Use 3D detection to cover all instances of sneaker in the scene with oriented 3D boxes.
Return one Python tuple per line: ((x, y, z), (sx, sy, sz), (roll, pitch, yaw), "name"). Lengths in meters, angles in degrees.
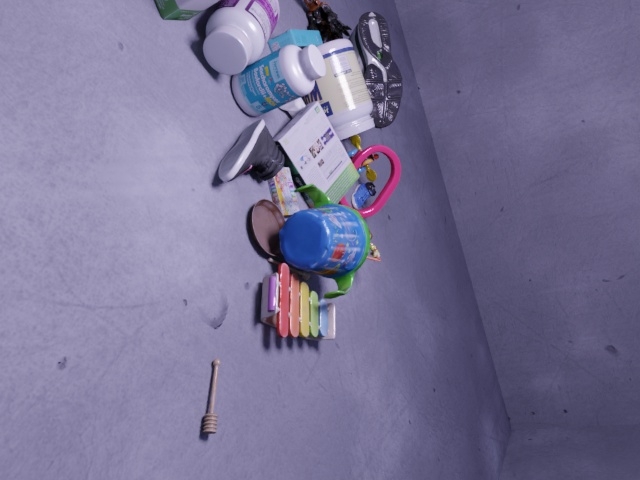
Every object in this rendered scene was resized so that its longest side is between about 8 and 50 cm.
((0.198, -0.657, 2.018), (0.168, 0.257, 0.449), (-6, 88, -17), "sneaker")
((-0.178, -0.215, 1.380), (0.147, 0.104, 0.296), (53, 31, -25), "sneaker")
((-0.109, -0.490, 1.683), (0.212, 0.080, 0.094), (43, 30, -54), "sneaker")
((0.182, -0.188, 2.020), (0.058, 0.084, 0.152), (59, 33, -26), "sneaker")

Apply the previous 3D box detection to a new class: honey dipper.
((-0.238, 0.343, 1.098), (0.030, 0.030, 0.161), (40, 40, -46), "honey dipper")

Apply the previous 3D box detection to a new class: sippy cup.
((0.000, 0.000, 1.449), (0.305, 0.240, 0.224), (40, 15, 22), "sippy cup")

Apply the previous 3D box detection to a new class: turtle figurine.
((0.125, -0.035, 1.795), (0.269, 0.087, 0.217), (35, 13, 3), "turtle figurine")

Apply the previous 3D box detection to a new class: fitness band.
((0.185, -0.226, 1.891), (0.209, 0.054, 0.291), (34, 91, -27), "fitness band")

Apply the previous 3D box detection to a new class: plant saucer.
((-0.152, -0.035, 1.422), (0.168, 0.029, 0.169), (32, 51, -50), "plant saucer")

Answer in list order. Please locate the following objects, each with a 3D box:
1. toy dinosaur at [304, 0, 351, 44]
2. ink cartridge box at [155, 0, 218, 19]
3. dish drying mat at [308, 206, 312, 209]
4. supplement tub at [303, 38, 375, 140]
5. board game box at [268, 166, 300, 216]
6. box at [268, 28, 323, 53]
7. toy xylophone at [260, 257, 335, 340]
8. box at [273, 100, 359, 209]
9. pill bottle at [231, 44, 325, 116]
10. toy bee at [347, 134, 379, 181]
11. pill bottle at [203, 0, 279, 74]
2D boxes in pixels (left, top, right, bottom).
((0.002, -0.898, 2.029), (0.321, 0.164, 0.219), (12, 50, -39), "toy dinosaur")
((-0.301, -0.703, 1.219), (0.117, 0.278, 0.202), (-40, 112, -58), "ink cartridge box")
((-0.021, -0.072, 1.691), (0.083, 0.008, 0.032), (59, 34, -29), "dish drying mat")
((0.054, -0.537, 1.808), (0.235, 0.235, 0.325), (-40, 112, -59), "supplement tub")
((-0.116, -0.151, 1.541), (0.103, 0.026, 0.154), (-13, 88, -61), "board game box")
((-0.084, -0.712, 1.787), (0.244, 0.100, 0.060), (-41, 113, -58), "box")
((-0.070, 0.170, 1.416), (0.322, 0.081, 0.237), (24, 56, -55), "toy xylophone")
((-0.011, -0.270, 1.676), (0.232, 0.058, 0.322), (-51, 123, -30), "box")
((-0.119, -0.474, 1.444), (0.146, 0.263, 0.146), (34, 48, -49), "pill bottle")
((0.172, -0.317, 1.980), (0.195, 0.162, 0.298), (54, 32, -27), "toy bee")
((-0.229, -0.607, 1.416), (0.169, 0.169, 0.302), (52, 37, -35), "pill bottle")
